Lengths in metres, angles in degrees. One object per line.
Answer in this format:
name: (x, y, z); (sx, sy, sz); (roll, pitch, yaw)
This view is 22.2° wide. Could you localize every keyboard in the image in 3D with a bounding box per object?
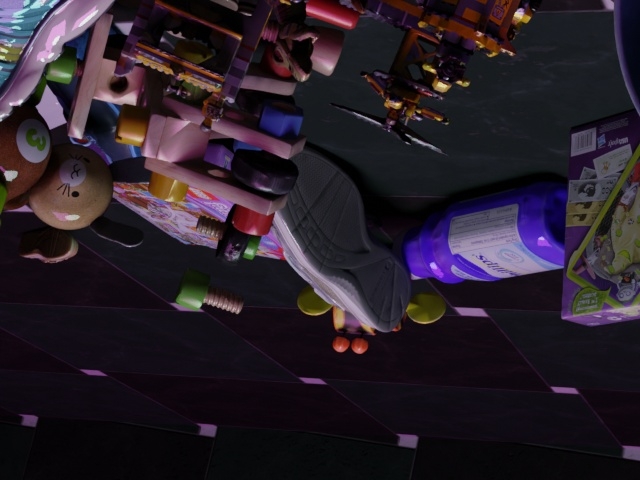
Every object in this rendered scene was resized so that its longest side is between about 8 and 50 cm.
keyboard: (-0.347, -0.145, 1.896); (0.072, 0.014, 0.256); (25, 157, -32)

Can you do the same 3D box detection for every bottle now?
bottle: (0.202, -0.002, 1.962); (0.118, 0.092, 0.283); (21, 159, -35)

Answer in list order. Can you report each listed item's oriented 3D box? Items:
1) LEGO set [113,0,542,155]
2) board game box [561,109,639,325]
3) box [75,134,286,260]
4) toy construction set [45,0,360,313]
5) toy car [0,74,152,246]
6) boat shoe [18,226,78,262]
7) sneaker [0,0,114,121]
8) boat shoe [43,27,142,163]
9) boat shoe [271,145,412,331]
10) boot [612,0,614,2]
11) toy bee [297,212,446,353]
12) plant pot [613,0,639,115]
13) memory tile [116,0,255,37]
LEGO set: (-0.018, -0.156, 1.210); (0.331, 0.192, 0.255); (22, -179, -12)
board game box: (0.369, -0.041, 1.561); (0.056, 0.208, 0.347); (19, 161, -32)
box: (-0.145, -0.052, 1.983); (0.201, 0.057, 0.293); (10, 166, 27)
toy construction set: (-0.123, -0.143, 1.445); (0.237, 0.257, 0.309); (19, 135, -9)
toy car: (-0.255, -0.063, 1.612); (0.188, 0.155, 0.149); (18, 156, -8)
boat shoe: (-0.384, 0.008, 2.357); (0.045, 0.050, 0.135); (18, 171, -39)
sneaker: (-0.282, -0.196, 1.420); (0.110, 0.107, 0.275); (30, 117, -33)
boat shoe: (-0.224, -0.155, 1.689); (0.089, 0.109, 0.258); (9, 148, 23)
boat shoe: (0.002, -0.001, 1.959); (0.103, 0.118, 0.320); (12, 155, 38)
boot: (0.306, -0.195, 1.386); (0.106, 0.037, 0.114); (-4, 155, 28)
toy bee: (0.049, 0.080, 2.195); (0.195, 0.162, 0.298); (-3, 160, 37)
plant pot: (0.387, -0.161, 1.107); (0.255, 0.272, 0.271); (2, 170, -38)
memory tile: (-0.134, -0.226, 1.520); (0.113, 0.012, 0.148); (-4, 160, 36)
